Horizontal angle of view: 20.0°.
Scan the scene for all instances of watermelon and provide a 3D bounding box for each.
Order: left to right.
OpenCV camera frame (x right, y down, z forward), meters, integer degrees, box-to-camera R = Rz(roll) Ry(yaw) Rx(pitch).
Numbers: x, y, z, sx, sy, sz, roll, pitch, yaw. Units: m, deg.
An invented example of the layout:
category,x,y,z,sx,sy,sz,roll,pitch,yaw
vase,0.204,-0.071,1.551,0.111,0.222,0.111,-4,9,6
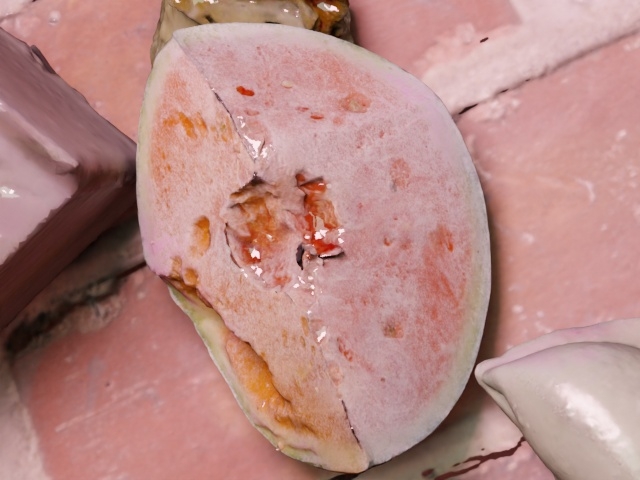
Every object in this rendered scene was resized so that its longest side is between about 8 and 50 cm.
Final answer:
category,x,y,z,sx,sy,sz,roll,pitch,yaw
watermelon,-0.004,0.001,1.299,0.175,0.188,0.322,-19,84,53

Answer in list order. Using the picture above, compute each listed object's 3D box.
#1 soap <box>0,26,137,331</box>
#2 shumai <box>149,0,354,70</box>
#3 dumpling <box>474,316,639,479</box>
category,x,y,z,sx,sy,sz,roll,pitch,yaw
soap,-0.397,-0.008,1.311,0.350,0.213,0.435,44,99,-4
shumai,-0.065,-0.148,1.344,0.184,0.142,0.184,-5,72,15
dumpling,0.210,0.123,1.226,0.216,0.149,0.105,34,126,27
